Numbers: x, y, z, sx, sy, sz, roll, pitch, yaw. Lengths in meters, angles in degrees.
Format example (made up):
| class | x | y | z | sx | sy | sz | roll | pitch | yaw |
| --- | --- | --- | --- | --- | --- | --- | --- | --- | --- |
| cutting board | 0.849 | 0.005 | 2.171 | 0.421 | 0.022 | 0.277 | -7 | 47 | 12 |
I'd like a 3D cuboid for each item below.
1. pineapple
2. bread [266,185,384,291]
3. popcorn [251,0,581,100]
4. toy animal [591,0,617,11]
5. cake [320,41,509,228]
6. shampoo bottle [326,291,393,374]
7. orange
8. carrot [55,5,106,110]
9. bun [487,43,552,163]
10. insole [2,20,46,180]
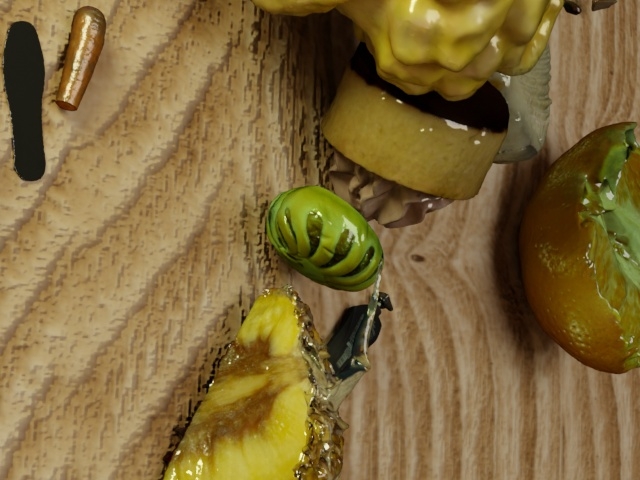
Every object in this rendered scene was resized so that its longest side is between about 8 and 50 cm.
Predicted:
| class | x | y | z | sx | sy | sz | roll | pitch | yaw |
| --- | --- | --- | --- | --- | --- | --- | --- | --- | --- |
| pineapple | -0.025 | 0.194 | 1.222 | 0.161 | 0.158 | 0.334 | 50 | 50 | -37 |
| bread | 0.000 | 0.000 | 1.297 | 0.130 | 0.139 | 0.071 | 43 | 75 | -33 |
| popcorn | 0.080 | -0.308 | 1.272 | 0.349 | 0.381 | 0.349 | 8 | 90 | -89 |
| toy animal | 0.388 | -0.431 | 1.881 | 0.188 | 0.089 | 0.179 | 2 | 69 | -52 |
| cake | 0.088 | -0.098 | 1.400 | 0.185 | 0.178 | 0.208 | 22 | 32 | -7 |
| shampoo bottle | 0.037 | 0.102 | 1.417 | 0.048 | 0.027 | 0.137 | 59 | 45 | -18 |
| orange | 0.366 | 0.004 | 1.716 | 0.335 | 0.196 | 0.262 | -67 | 150 | -24 |
| carrot | -0.206 | -0.158 | 1.127 | 0.032 | 0.032 | 0.093 | 29 | 67 | -47 |
| bun | 0.192 | -0.197 | 1.550 | 0.239 | 0.141 | 0.239 | 22 | 65 | -60 |
| insole | -0.246 | -0.117 | 1.093 | 0.045 | 0.002 | 0.135 | -5 | 91 | -51 |
